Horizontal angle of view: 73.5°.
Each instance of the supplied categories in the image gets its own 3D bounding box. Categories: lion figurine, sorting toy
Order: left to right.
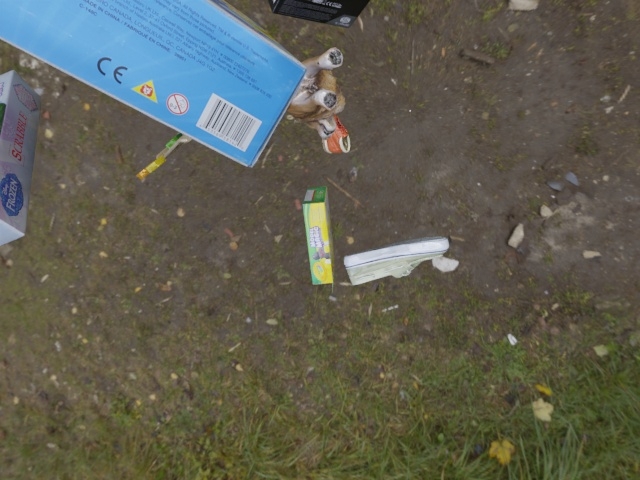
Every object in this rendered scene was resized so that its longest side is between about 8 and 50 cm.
[{"bbox_3d":[-0.426,-0.309,1.302,0.229,0.307,0.041,-10,126,50],"label":"sorting toy"},{"bbox_3d":[-0.109,-0.274,0.796,0.392,0.240,0.142,-2,99,-27],"label":"lion figurine"}]

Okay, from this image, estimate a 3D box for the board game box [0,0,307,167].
[{"bbox_3d":[-0.185,-0.219,0.365,0.308,0.302,0.086,25,112,-27],"label":"board game box"}]

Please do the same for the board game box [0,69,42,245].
[{"bbox_3d":[-0.583,-0.081,0.626,0.318,0.318,0.066,-23,145,0],"label":"board game box"}]

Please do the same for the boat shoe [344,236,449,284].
[{"bbox_3d":[0.215,0.057,1.209,0.302,0.109,0.094,-13,93,25],"label":"boat shoe"}]

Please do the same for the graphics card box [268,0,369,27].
[{"bbox_3d":[0.062,-0.619,0.882,0.371,0.232,0.094,-36,69,53],"label":"graphics card box"}]

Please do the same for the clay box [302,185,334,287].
[{"bbox_3d":[0.000,0.000,0.987,0.053,0.127,0.222,-3,112,5],"label":"clay box"}]

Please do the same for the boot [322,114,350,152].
[{"bbox_3d":[0.043,-0.318,1.191,0.084,0.059,0.158,21,135,44],"label":"boot"}]
